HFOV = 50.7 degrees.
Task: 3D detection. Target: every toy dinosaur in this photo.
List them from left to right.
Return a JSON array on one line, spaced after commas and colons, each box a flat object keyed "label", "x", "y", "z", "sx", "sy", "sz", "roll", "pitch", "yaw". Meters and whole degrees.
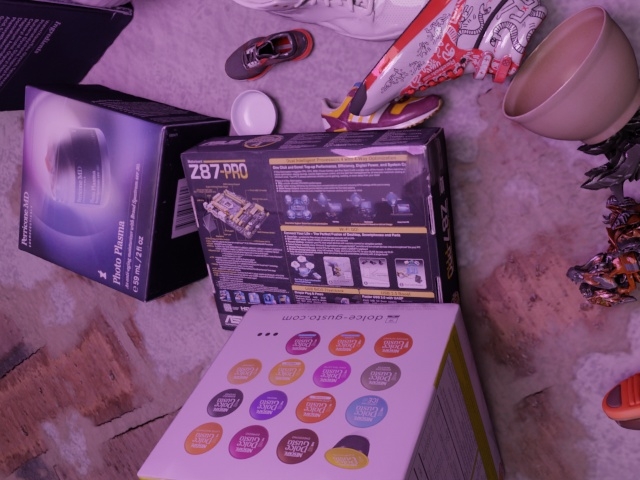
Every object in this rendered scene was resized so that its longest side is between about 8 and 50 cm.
[{"label": "toy dinosaur", "x": 0.432, "y": -0.053, "z": 0.822, "sx": 0.218, "sy": 0.164, "sz": 0.322, "roll": 43, "pitch": 100, "yaw": -6}]

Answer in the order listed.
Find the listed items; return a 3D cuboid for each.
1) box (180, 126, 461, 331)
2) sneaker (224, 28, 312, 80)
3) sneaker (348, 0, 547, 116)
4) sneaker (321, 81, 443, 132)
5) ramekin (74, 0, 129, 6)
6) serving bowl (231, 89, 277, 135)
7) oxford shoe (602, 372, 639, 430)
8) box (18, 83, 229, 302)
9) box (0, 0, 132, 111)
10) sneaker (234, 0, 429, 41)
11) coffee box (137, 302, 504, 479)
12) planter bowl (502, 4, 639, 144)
[{"label": "box", "x": 0.000, "y": 0.000, "z": 1.020, "sx": 0.395, "sy": 0.097, "sz": 0.318, "roll": 1, "pitch": 116, "yaw": 27}, {"label": "sneaker", "x": -0.093, "y": -0.291, "z": 1.044, "sx": 0.158, "sy": 0.065, "sz": 0.061, "roll": -16, "pitch": 95, "yaw": 28}, {"label": "sneaker", "x": 0.169, "y": -0.234, "z": 0.886, "sx": 0.145, "sy": 0.090, "sz": 0.270, "roll": 40, "pitch": 107, "yaw": -5}, {"label": "sneaker", "x": 0.083, "y": -0.194, "z": 0.978, "sx": 0.186, "sy": 0.069, "sz": 0.083, "roll": -13, "pitch": 101, "yaw": 27}, {"label": "ramekin", "x": -0.350, "y": -0.482, "z": 1.023, "sx": 0.127, "sy": 0.273, "sz": 0.272, "roll": -28, "pitch": 89, "yaw": 41}, {"label": "serving bowl", "x": -0.103, "y": -0.201, "z": 1.092, "sx": 0.083, "sy": 0.027, "sz": 0.083, "roll": 6, "pitch": 105, "yaw": 24}, {"label": "oxford shoe", "x": 0.540, "y": 0.206, "z": 0.818, "sx": 0.364, "sy": 0.130, "sz": 0.132, "roll": -16, "pitch": 101, "yaw": 29}, {"label": "box", "x": -0.343, "y": -0.091, "z": 1.153, "sx": 0.294, "sy": 0.183, "sz": 0.296, "roll": 18, "pitch": 109, "yaw": 23}, {"label": "box", "x": -0.646, "y": -0.464, "z": 1.045, "sx": 0.297, "sy": 0.472, "sz": 0.480, "roll": -37, "pitch": 85, "yaw": 30}, {"label": "sneaker", "x": 0.008, "y": -0.338, "z": 0.925, "sx": 0.293, "sy": 0.169, "sz": 0.108, "roll": 11, "pitch": 105, "yaw": 22}, {"label": "coffee box", "x": 0.032, "y": 0.317, "z": 0.922, "sx": 0.338, "sy": 0.334, "sz": 0.338, "roll": -4, "pitch": 121, "yaw": 27}, {"label": "planter bowl", "x": 0.320, "y": -0.185, "z": 0.826, "sx": 0.109, "sy": 0.162, "sz": 0.162, "roll": 34, "pitch": 118, "yaw": -13}]
